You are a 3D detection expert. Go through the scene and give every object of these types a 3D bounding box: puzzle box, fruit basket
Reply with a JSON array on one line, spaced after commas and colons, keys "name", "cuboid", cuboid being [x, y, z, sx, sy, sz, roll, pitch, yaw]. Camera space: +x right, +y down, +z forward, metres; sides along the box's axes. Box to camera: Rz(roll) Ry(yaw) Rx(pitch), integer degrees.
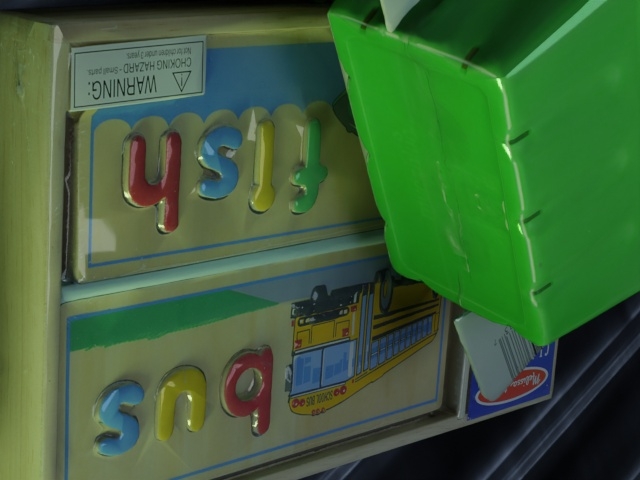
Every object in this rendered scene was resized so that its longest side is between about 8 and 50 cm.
[{"name": "puzzle box", "cuboid": [0.000, 0.000, 0.868, 0.409, 0.052, 0.272, -11, 112, -42]}, {"name": "fruit basket", "cuboid": [0.159, -0.133, 0.823, 0.353, 0.165, 0.327, -50, 143, -28]}]

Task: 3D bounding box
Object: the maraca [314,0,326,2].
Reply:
[{"name": "maraca", "cuboid": [0.006, -0.213, 0.770, 0.127, 0.099, 0.185, 8, 108, -27]}]
